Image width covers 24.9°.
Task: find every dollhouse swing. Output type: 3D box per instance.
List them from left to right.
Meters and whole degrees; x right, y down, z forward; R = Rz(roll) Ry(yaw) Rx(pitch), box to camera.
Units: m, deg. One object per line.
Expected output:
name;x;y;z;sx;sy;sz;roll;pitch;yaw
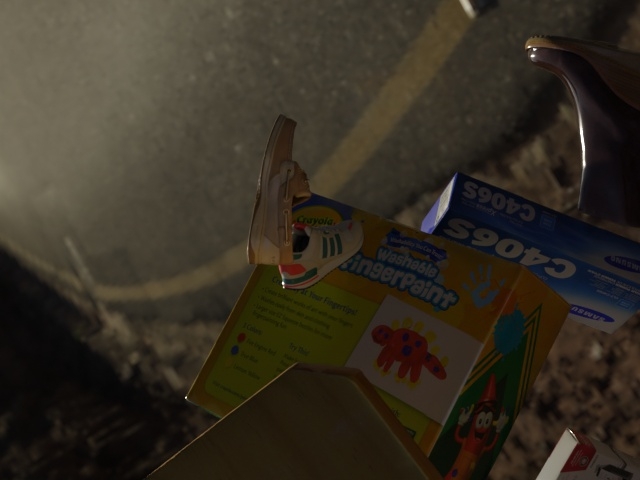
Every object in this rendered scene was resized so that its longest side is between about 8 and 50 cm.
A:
dollhouse swing;0.035;0.295;1.366;0.305;0.347;0.315;56;-161;16

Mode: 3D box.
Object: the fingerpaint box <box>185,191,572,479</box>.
fingerpaint box;0.077;0.164;2.077;0.445;0.371;0.163;20;169;42

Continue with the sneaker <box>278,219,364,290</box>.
sneaker;0.000;0.000;1.972;0.057;0.161;0.075;8;125;43

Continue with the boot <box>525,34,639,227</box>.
boot;0.328;-0.136;1.753;0.248;0.090;0.207;23;108;46

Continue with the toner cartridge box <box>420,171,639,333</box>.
toner cartridge box;0.336;0.023;2.240;0.348;0.075;0.165;21;149;-5

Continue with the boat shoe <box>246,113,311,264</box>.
boat shoe;-0.039;-0.052;1.563;0.063;0.059;0.170;104;175;-77

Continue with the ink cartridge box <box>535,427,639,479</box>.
ink cartridge box;0.394;0.344;2.079;0.135;0.099;0.056;25;-169;-16
